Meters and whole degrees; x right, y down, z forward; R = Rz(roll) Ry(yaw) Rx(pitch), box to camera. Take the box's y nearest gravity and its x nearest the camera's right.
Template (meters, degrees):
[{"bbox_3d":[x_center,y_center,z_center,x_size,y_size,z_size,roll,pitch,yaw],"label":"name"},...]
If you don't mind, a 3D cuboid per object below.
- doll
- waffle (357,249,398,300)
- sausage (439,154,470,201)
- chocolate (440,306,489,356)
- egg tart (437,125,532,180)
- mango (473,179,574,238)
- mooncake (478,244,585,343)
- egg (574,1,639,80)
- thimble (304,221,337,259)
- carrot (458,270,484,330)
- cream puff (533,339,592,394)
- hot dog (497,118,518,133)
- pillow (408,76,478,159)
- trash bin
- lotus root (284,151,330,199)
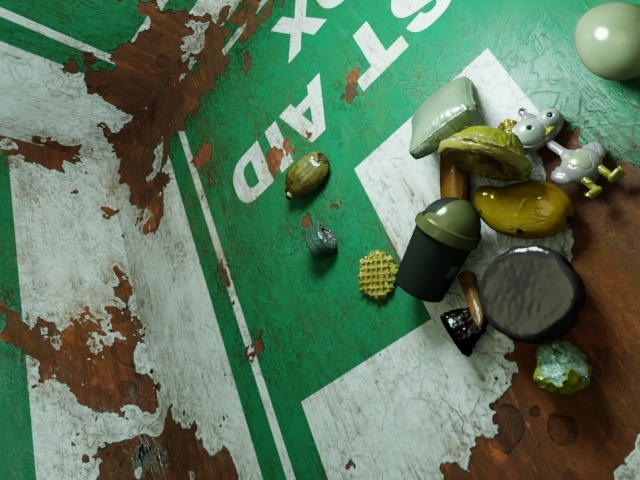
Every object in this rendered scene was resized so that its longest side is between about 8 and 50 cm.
[{"bbox_3d":[0.701,-0.271,1.472,0.160,0.094,0.365,-40,60,13],"label":"doll"},{"bbox_3d":[0.212,0.127,1.866,0.191,0.038,0.191,-9,76,40],"label":"waffle"},{"bbox_3d":[0.451,-0.231,1.684,0.105,0.105,0.274,-5,78,41],"label":"sausage"},{"bbox_3d":[0.470,0.265,1.573,0.133,0.156,0.156,-32,58,2],"label":"chocolate"},{"bbox_3d":[0.493,-0.267,1.490,0.290,0.290,0.115,18,89,42],"label":"egg tart"},{"bbox_3d":[0.605,-0.095,1.511,0.295,0.120,0.177,12,94,48],"label":"mango"},{"bbox_3d":[0.606,0.155,1.443,0.283,0.141,0.283,-15,67,39],"label":"mooncake"},{"bbox_3d":[0.805,-0.547,1.373,0.188,0.188,0.253,-47,49,25],"label":"egg"},{"bbox_3d":[0.002,0.002,2.024,0.090,0.118,0.135,-39,43,24],"label":"thimble"},{"bbox_3d":[0.471,0.183,1.545,0.057,0.057,0.224,-41,26,28],"label":"carrot"},{"bbox_3d":[0.655,0.354,1.380,0.156,0.121,0.156,-37,36,33],"label":"cream puff"},{"bbox_3d":[0.602,-0.309,1.601,0.071,0.045,0.165,-9,77,42],"label":"hot dog"},{"bbox_3d":[0.403,-0.414,1.671,0.255,0.120,0.322,-38,20,32],"label":"pillow"},{"bbox_3d":[0.381,0.014,1.608,0.214,0.214,0.334,42,124,38],"label":"trash bin"},{"bbox_3d":[-0.066,-0.267,2.129,0.260,0.128,0.145,-45,65,28],"label":"lotus root"}]
